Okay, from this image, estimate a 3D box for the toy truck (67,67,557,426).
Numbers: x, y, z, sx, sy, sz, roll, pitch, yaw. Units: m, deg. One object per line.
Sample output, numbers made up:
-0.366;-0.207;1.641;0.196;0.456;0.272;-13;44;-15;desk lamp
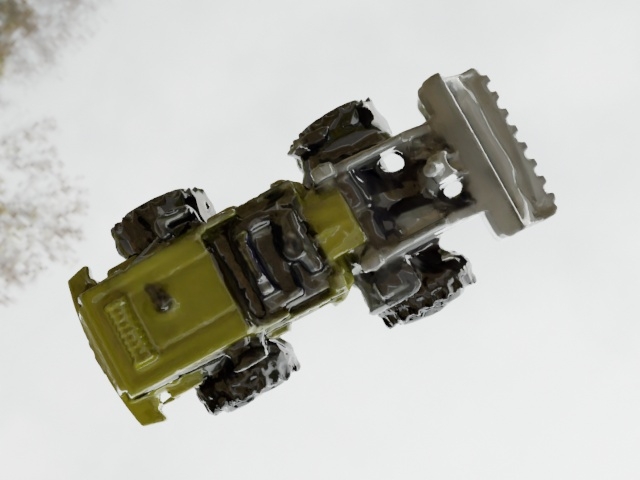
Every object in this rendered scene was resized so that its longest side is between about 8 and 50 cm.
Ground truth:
0.000;0.000;0.688;0.285;0.136;0.111;-28;176;-6;toy truck
